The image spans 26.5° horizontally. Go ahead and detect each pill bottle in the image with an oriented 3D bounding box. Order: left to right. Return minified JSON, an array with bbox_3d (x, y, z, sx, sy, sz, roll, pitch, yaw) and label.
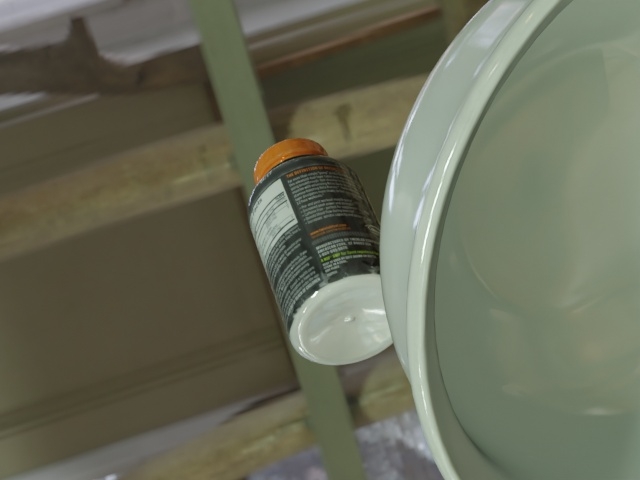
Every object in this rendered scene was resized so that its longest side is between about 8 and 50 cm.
[{"bbox_3d":[0.000,0.000,1.412,0.130,0.130,0.245,76,175,-46],"label":"pill bottle"}]

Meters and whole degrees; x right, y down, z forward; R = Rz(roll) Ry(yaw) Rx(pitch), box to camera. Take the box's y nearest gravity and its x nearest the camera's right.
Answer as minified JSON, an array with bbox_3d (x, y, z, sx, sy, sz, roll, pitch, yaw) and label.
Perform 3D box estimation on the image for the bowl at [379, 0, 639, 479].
[{"bbox_3d":[0.137,-0.013,0.603,0.134,0.298,0.298,34,145,57],"label":"bowl"}]
